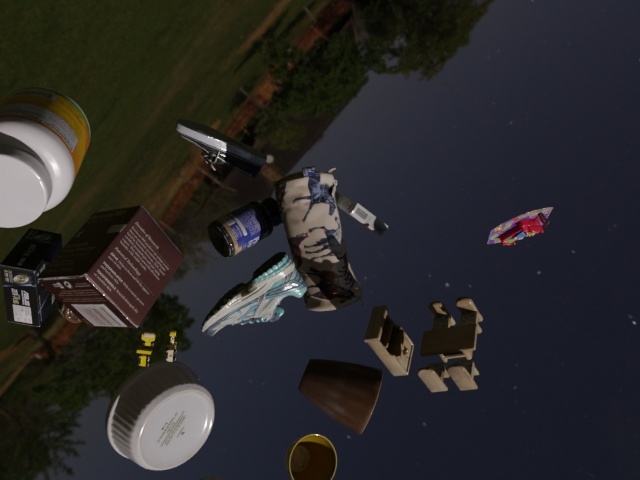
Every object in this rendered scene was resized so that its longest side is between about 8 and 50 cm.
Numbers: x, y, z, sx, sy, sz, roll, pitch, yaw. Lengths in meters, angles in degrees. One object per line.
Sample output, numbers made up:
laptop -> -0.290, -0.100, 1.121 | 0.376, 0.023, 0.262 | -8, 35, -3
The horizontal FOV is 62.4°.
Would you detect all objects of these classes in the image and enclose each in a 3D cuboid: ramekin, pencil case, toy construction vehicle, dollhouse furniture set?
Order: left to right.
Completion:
toy construction vehicle -> -0.367, 0.240, 1.189 | 0.035, 0.086, 0.098 | -101, -161, -60
ramekin -> -0.396, 0.457, 1.358 | 0.127, 0.273, 0.272 | 19, -112, 43
pencil case -> 0.000, 0.000, 1.497 | 0.184, 0.410, 0.160 | -15, 180, 16
dollhouse furniture set -> 0.257, 0.237, 1.300 | 0.242, 0.161, 0.212 | -16, -145, 33

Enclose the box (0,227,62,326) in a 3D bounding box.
box -> -0.680, 0.088, 1.258 | 0.147, 0.078, 0.180 | -89, -167, -55

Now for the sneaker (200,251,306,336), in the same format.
sneaker -> -0.155, 0.155, 1.226 | 0.283, 0.122, 0.110 | -37, -169, 16

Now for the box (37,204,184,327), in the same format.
box -> -0.441, 0.058, 1.130 | 0.169, 0.167, 0.203 | -5, -138, 32

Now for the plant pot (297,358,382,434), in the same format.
plant pot -> 0.053, 0.471, 1.688 | 0.215, 0.231, 0.215 | 22, 90, -89

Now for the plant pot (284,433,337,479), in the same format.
plant pot -> -0.039, 0.564, 1.358 | 0.095, 0.134, 0.134 | -27, -151, 59

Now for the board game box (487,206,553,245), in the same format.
board game box -> 0.434, -0.016, 1.142 | 0.133, 0.033, 0.168 | -20, 160, 6

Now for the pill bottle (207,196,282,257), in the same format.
pill bottle -> -0.223, -0.047, 1.617 | 0.219, 0.122, 0.123 | -32, -176, -31

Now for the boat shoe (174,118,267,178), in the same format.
boat shoe -> -0.327, -0.285, 1.688 | 0.105, 0.306, 0.113 | -58, -146, 20

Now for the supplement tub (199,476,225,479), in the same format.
supplement tub -> -0.352, 0.848, 1.545 | 0.191, 0.191, 0.272 | -48, -179, 12

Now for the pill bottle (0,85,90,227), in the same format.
pill bottle -> -0.414, -0.120, 0.745 | 0.136, 0.136, 0.245 | -47, -150, 15

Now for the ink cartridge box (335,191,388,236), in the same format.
ink cartridge box -> 0.097, -0.085, 1.562 | 0.045, 0.145, 0.179 | -57, -145, -1

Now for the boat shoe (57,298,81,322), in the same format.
boat shoe -> -0.571, 0.081, 1.342 | 0.095, 0.095, 0.257 | 22, -115, 39
